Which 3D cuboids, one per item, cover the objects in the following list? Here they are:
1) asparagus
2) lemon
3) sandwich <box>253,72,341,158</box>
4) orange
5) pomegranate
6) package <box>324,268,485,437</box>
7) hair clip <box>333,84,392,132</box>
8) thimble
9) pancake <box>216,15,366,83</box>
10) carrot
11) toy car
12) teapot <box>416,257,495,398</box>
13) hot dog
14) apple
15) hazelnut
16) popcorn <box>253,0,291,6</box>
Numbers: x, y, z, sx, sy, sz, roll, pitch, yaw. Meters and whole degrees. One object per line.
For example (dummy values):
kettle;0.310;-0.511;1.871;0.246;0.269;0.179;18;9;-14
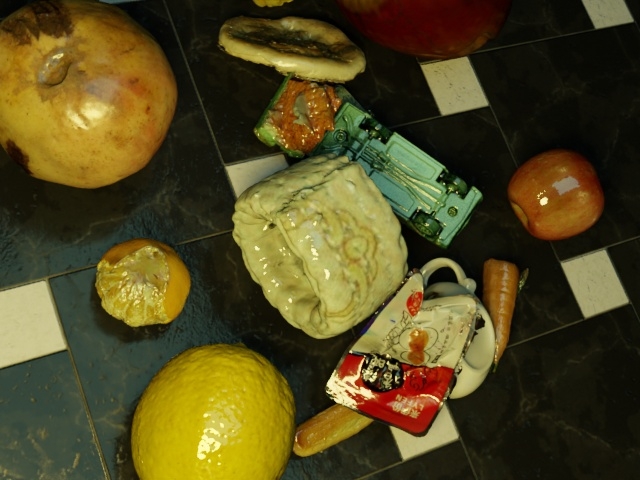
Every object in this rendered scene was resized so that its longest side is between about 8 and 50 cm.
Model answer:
asparagus;0.358;0.151;1.755;0.023;0.022;0.233;9;61;32
lemon;-0.161;0.289;1.395;0.267;0.267;0.267;7;68;-18
sandwich;-0.030;-0.253;1.689;0.109;0.160;0.185;30;59;-16
orange;-0.289;0.066;1.492;0.156;0.134;0.156;9;56;-13
pomegranate;-0.394;-0.239;1.486;0.322;0.322;0.322;7;68;-18
package;0.147;0.184;1.518;0.194;0.269;0.071;27;21;6
hair clip;0.103;-0.219;1.792;0.229;0.036;0.066;43;67;-8
thimble;0.000;0.000;1.532;0.195;0.291;0.291;-32;84;-27
pancake;-0.051;-0.364;1.714;0.282;0.049;0.282;8;30;-5
carrot;0.337;0.136;1.723;0.072;0.072;0.205;14;66;-15
toy car;0.141;-0.121;1.724;0.320;0.097;0.141;35;78;4
teapot;0.223;0.168;1.640;0.204;0.139;0.298;33;56;-36
hot dog;0.039;0.306;1.568;0.215;0.047;0.066;-27;96;-27
apple;0.464;-0.087;1.801;0.168;0.181;0.181;-32;83;-4
hazelnut;0.193;-0.558;1.783;0.402;0.402;0.429;-6;71;-22
popcorn;-0.100;-0.571;1.769;0.203;0.226;0.200;25;68;38
